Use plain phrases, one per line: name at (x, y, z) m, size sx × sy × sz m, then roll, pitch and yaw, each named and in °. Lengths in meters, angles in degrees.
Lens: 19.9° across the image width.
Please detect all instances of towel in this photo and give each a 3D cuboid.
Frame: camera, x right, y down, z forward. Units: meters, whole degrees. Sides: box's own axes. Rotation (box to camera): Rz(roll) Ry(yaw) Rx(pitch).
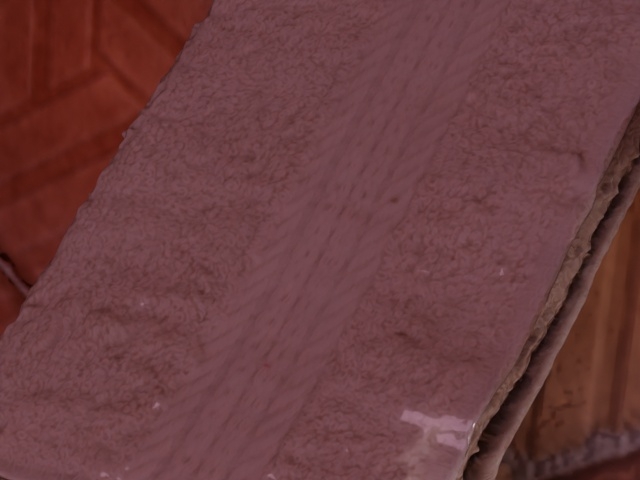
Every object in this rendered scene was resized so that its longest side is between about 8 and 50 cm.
towel at (0.000, 0.000, 0.638) m, size 0.187 × 0.049 × 0.282 m, roll 18°, pitch 69°, yaw 29°
